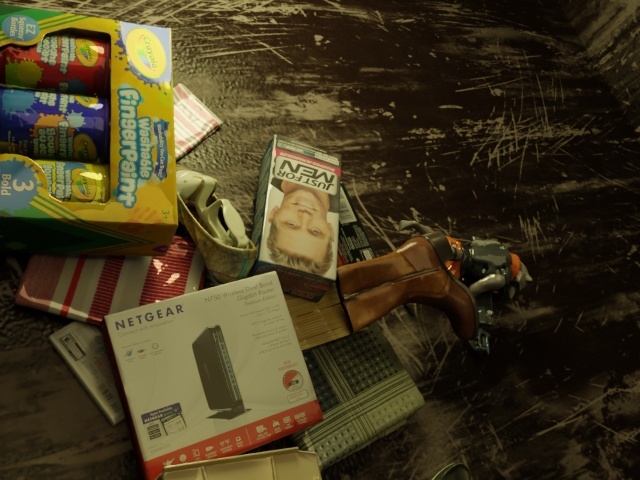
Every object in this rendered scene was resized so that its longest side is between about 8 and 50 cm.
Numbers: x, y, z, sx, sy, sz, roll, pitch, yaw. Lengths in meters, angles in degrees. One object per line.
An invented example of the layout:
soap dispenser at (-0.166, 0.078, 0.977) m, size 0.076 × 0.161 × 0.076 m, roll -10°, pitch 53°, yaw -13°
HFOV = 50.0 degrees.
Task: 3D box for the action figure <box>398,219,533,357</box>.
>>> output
action figure at (0.363, 0.096, 1.665) m, size 0.330 × 0.178 × 0.341 m, roll 6°, pitch 57°, yaw -15°

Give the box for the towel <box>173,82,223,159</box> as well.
towel at (-0.332, -0.275, 1.585) m, size 0.144 × 0.029 × 0.197 m, roll 43°, pitch 51°, yaw -1°

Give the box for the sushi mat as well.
sushi mat at (-0.058, 0.161, 1.440) m, size 0.316 × 0.019 × 0.151 m, roll -13°, pitch 67°, yaw -32°

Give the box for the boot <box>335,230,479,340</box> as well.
boot at (0.190, 0.138, 1.492) m, size 0.280 × 0.096 × 0.264 m, roll -22°, pitch 96°, yaw -21°

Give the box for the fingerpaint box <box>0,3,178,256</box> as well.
fingerpaint box at (-0.470, -0.206, 1.296) m, size 0.371 × 0.163 × 0.445 m, roll 3°, pitch 66°, yaw -21°

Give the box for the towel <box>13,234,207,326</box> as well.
towel at (-0.387, 0.063, 1.330) m, size 0.329 × 0.037 × 0.237 m, roll 17°, pitch 52°, yaw -16°

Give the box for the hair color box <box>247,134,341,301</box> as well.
hair color box at (-0.053, -0.054, 1.507) m, size 0.173 × 0.105 × 0.347 m, roll 15°, pitch 54°, yaw -16°

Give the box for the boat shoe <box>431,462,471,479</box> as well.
boat shoe at (0.249, 0.541, 1.400) m, size 0.084 × 0.079 × 0.233 m, roll 49°, pitch 50°, yaw 6°

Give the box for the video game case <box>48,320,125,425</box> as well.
video game case at (-0.370, 0.212, 1.284) m, size 0.183 × 0.023 × 0.201 m, roll -34°, pitch 81°, yaw -38°

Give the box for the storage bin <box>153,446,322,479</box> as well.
storage bin at (-0.159, 0.440, 1.115) m, size 0.260 × 0.262 × 0.123 m, roll 1°, pitch 60°, yaw -28°

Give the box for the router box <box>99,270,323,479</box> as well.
router box at (-0.199, 0.244, 1.260) m, size 0.335 × 0.082 × 0.301 m, roll -15°, pitch 80°, yaw -26°

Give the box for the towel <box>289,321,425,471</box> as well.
towel at (0.033, 0.288, 1.454) m, size 0.324 × 0.056 × 0.312 m, roll -20°, pitch 71°, yaw -34°

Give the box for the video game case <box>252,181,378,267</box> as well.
video game case at (0.000, 0.000, 1.605) m, size 0.248 × 0.035 × 0.275 m, roll -12°, pitch 70°, yaw -34°

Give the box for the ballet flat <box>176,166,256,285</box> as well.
ballet flat at (-0.237, -0.063, 1.414) m, size 0.123 × 0.123 × 0.348 m, roll -16°, pitch 57°, yaw -35°
